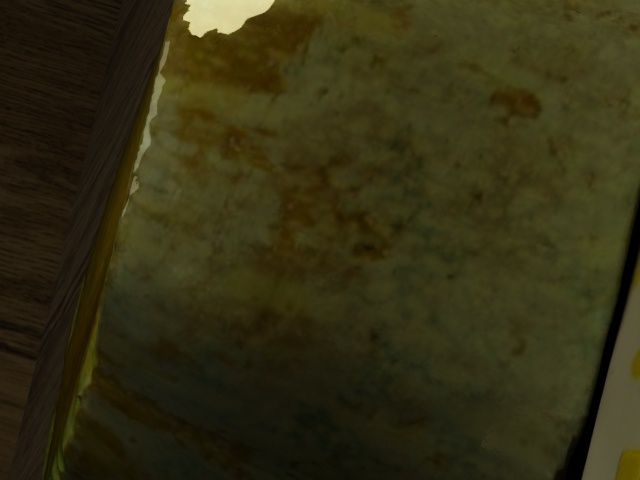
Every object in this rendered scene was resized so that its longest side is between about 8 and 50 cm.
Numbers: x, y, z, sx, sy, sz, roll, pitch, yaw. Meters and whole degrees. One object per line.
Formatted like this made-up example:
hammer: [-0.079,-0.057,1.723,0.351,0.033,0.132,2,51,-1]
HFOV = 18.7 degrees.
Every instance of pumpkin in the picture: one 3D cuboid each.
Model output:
pumpkin: [0.000,0.000,0.767,0.332,0.199,0.332,14,-90,-90]

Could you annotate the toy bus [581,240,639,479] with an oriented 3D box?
toy bus: [0.137,0.014,0.592,0.081,0.074,0.226,163,125,-72]
